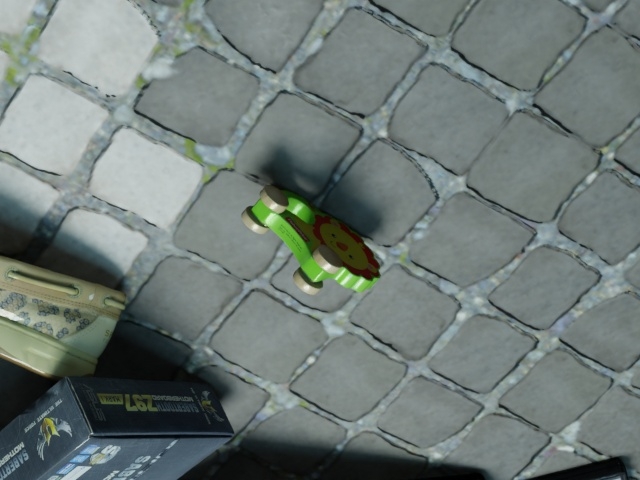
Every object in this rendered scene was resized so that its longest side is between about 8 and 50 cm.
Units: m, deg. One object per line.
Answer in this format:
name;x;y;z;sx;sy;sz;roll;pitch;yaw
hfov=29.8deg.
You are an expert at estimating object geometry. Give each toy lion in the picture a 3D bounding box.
toy lion;0.000;0.000;0.921;0.100;0.096;0.034;48;116;15

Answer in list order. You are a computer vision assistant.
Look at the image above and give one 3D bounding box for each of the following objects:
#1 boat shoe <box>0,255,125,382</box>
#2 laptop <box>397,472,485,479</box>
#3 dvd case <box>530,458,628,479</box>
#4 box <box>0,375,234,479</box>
boat shoe;-0.284;0.016;0.911;0.285;0.104;0.089;33;79;-28
laptop;-0.042;0.434;1.065;0.408;0.382;0.236;-1;158;-22
dvd case;0.231;0.328;1.187;0.180;0.022;0.253;-16;123;7
box;-0.212;0.199;0.997;0.233;0.059;0.183;-38;155;20
